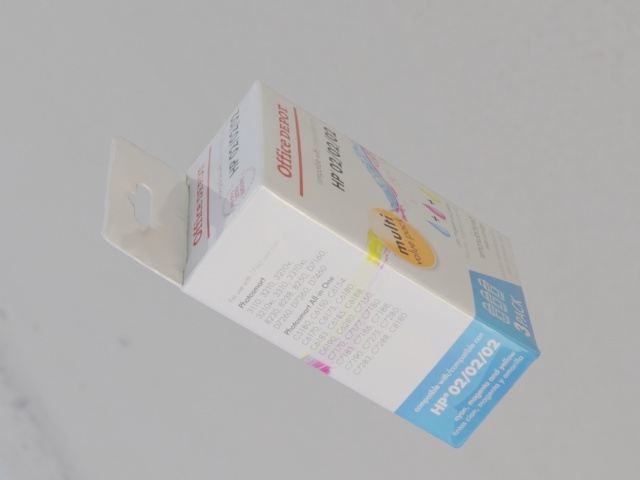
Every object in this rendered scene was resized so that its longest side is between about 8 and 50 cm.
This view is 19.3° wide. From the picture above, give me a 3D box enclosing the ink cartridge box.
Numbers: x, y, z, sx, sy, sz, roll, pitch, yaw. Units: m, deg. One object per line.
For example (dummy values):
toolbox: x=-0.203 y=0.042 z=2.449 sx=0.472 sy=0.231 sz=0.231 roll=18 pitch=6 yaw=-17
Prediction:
ink cartridge box: x=0.000 y=0.000 z=0.806 sx=0.181 sy=0.061 sz=0.104 roll=31 pitch=-157 yaw=-18
